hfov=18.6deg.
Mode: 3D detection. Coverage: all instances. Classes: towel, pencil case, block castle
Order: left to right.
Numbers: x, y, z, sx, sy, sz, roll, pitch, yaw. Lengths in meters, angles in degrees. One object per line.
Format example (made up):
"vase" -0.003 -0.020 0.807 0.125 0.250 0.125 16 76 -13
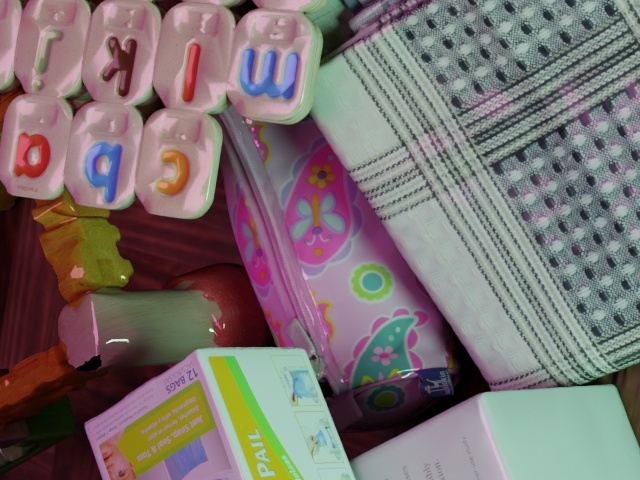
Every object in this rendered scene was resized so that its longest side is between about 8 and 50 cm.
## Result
"block castle" -0.263 0.041 1.525 0.453 0.213 0.303 -32 72 35
"pencil case" 0.000 0.000 1.370 0.124 0.124 0.284 -32 69 33
"towel" 0.158 -0.079 1.209 0.312 0.056 0.324 -27 96 32

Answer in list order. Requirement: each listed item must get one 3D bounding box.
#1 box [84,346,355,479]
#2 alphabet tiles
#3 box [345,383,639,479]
"box" -0.044 0.179 1.194 0.114 0.103 0.203 -34 67 33
"alphabet tiles" -0.121 -0.158 1.289 0.284 0.021 0.278 8 88 28
"box" 0.059 0.260 1.283 0.345 0.168 0.215 -32 70 33
